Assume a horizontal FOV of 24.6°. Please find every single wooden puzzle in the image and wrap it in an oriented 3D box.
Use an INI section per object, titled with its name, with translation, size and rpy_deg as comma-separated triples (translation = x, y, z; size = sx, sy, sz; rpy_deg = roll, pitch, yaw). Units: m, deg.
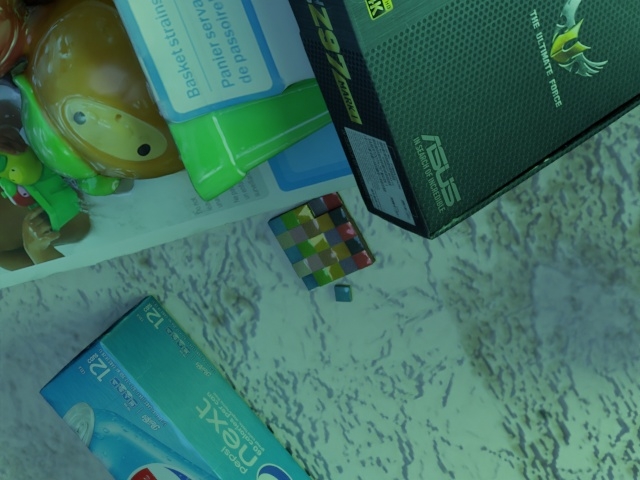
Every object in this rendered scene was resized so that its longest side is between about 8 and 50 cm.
[wooden puzzle]
translation = 0.000, 0.000, 0.867
size = 0.049, 0.006, 0.083
rpy_deg = -24, 101, 29

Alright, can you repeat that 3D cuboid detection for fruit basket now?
[fruit basket]
translation = -0.150, -0.122, 0.728
size = 0.353, 0.165, 0.327
rpy_deg = -17, 118, 6

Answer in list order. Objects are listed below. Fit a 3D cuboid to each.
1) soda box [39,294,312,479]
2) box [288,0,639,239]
[soda box]
translation = -0.073, 0.142, 0.921
size = 0.067, 0.071, 0.210
rpy_deg = -39, 94, 31
[box]
translation = 0.070, -0.144, 0.653
size = 0.059, 0.183, 0.233
rpy_deg = 26, 143, 54
